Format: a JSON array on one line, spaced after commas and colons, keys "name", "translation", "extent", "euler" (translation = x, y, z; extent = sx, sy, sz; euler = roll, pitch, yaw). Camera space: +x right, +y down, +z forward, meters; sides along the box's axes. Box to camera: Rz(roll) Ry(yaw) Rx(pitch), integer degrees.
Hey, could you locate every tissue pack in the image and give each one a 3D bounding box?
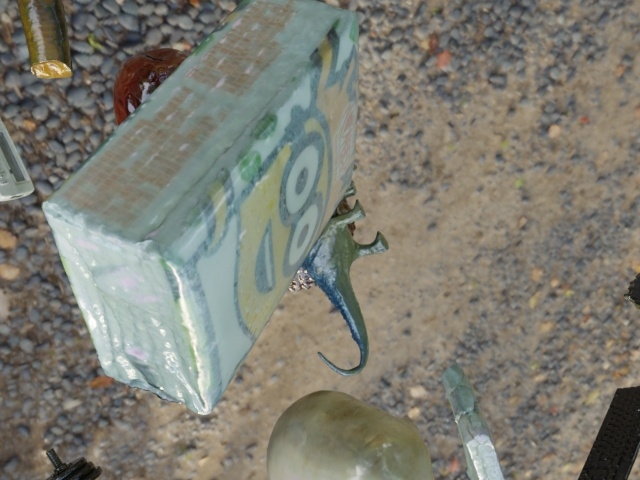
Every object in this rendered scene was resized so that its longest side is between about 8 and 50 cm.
[{"name": "tissue pack", "translation": [-0.077, -0.039, 0.692], "extent": [0.227, 0.128, 0.310], "euler": [92, 24, -51]}]

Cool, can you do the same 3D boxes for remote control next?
[{"name": "remote control", "translation": [-0.731, -0.197, 1.793], "extent": [0.049, 0.230, 0.090], "euler": [-30, 175, 38]}]

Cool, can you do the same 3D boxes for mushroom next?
[{"name": "mushroom", "translation": [0.063, 0.319, 1.126], "extent": [0.234, 0.260, 0.254], "euler": [-29, 179, -45]}]

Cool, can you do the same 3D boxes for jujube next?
[{"name": "jujube", "translation": [-0.268, -0.210, 1.378], "extent": [0.168, 0.168, 0.236], "euler": [-14, 117, -24]}]

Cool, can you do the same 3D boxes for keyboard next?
[{"name": "keyboard", "translation": [0.338, 0.238, 0.916], "extent": [0.013, 0.061, 0.204], "euler": [54, 50, -12]}]

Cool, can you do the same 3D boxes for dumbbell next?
[{"name": "dumbbell", "translation": [-0.348, 0.400, 1.189], "extent": [0.099, 0.099, 0.208], "euler": [-32, 92, -7]}]

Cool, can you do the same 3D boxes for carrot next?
[{"name": "carrot", "translation": [-0.496, -0.381, 1.438], "extent": [0.082, 0.082, 0.173], "euler": [-10, 93, -27]}]

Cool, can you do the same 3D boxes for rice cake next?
[{"name": "rice cake", "translation": [0.195, 0.260, 0.985], "extent": [0.038, 0.124, 0.211], "euler": [-19, 131, 3]}]

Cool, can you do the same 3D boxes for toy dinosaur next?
[{"name": "toy dinosaur", "translation": [0.007, -0.009, 1.055], "extent": [0.147, 0.362, 0.076], "euler": [-32, 166, 17]}]

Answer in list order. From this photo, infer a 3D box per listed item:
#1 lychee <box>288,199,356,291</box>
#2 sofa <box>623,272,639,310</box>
[{"name": "lychee", "translation": [-0.059, -0.025, 1.585], "extent": [0.271, 0.236, 0.235], "euler": [28, 108, -19]}, {"name": "sofa", "translation": [0.423, 0.122, 0.800], "extent": [0.182, 0.258, 0.199], "euler": [-16, 106, 20]}]
